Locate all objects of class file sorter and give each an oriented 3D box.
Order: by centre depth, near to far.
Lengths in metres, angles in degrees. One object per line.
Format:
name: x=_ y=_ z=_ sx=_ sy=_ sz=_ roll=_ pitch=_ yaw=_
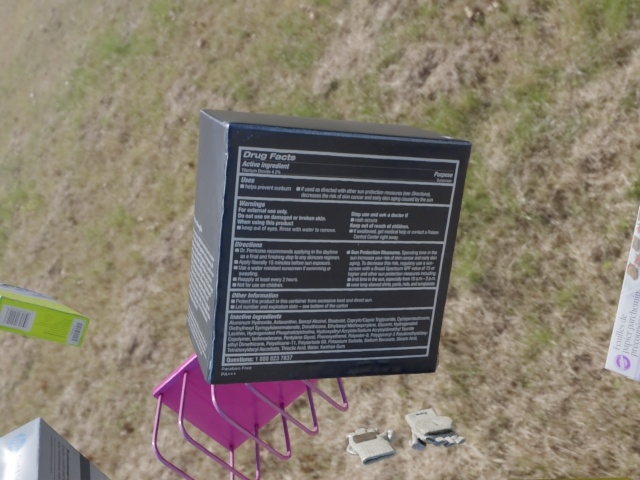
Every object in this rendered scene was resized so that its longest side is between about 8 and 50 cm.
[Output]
file sorter: x=-0.124 y=0.281 z=1.200 sx=0.290 sy=0.202 sz=0.182 roll=-42 pitch=24 yaw=12

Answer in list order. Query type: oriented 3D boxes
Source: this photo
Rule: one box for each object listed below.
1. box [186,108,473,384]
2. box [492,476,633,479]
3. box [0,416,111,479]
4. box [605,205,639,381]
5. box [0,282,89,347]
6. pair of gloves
box: x=0.000 y=0.000 z=0.855 sx=0.183 sy=0.296 sz=0.294 roll=-138 pitch=53 yaw=-64
box: x=0.221 y=0.406 z=0.817 sx=0.079 sy=0.321 sz=0.257 roll=-122 pitch=42 yaw=-60
box: x=-0.145 y=0.227 z=0.455 sx=0.038 sy=0.186 sz=0.145 roll=-28 pitch=36 yaw=-1
box: x=0.537 y=0.067 z=1.129 sx=0.063 sy=0.067 sz=0.324 roll=19 pitch=111 yaw=41
box: x=-0.372 y=0.088 z=0.871 sx=0.178 sy=0.109 sz=0.043 roll=7 pitch=78 yaw=55
pair of gloves: x=0.177 y=0.435 z=1.513 sx=0.204 sy=0.240 sz=0.042 roll=174 pitch=84 yaw=-77
